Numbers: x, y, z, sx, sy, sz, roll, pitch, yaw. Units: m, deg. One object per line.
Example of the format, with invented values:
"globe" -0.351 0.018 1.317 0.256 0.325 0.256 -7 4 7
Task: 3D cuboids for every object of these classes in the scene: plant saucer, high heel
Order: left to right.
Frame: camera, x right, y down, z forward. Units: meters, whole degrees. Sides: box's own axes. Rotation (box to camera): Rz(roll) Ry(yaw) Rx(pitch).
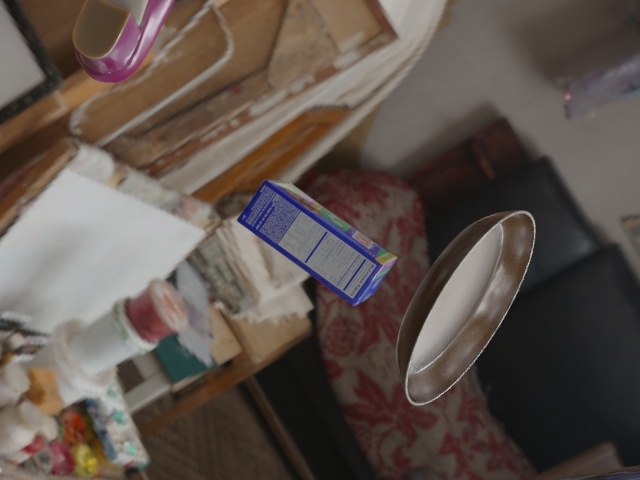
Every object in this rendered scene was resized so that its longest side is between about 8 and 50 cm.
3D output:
"high heel" -0.135 -0.246 0.958 0.082 0.244 0.117 23 -3 -2
"plant saucer" 0.195 0.086 1.563 0.050 0.311 0.310 32 9 24

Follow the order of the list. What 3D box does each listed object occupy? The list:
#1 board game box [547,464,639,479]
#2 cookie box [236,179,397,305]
"board game box" 0.214 0.149 0.664 0.136 0.201 0.035 63 18 -78
"cookie box" 0.000 0.000 0.841 0.107 0.040 0.092 36 7 7
